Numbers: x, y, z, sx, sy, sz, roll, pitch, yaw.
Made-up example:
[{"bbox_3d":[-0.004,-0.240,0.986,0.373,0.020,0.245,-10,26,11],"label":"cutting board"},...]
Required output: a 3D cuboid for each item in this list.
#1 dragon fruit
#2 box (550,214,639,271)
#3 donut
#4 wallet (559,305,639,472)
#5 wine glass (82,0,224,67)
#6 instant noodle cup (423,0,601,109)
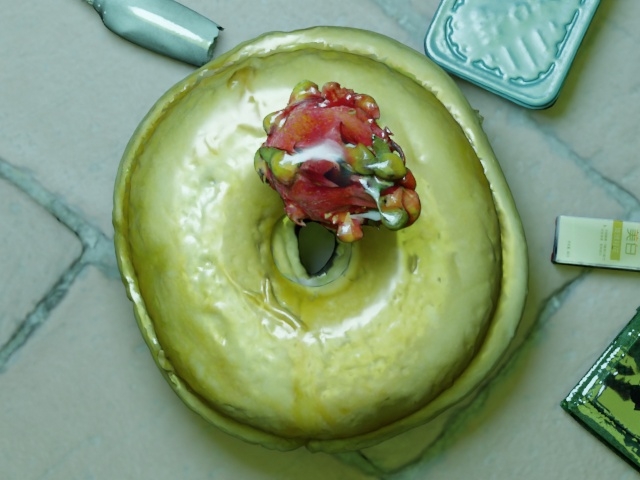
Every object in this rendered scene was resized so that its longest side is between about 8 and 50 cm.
[{"bbox_3d":[0.024,-0.066,1.568,0.207,0.150,0.133,43,106,45],"label":"dragon fruit"},{"bbox_3d":[0.360,0.009,1.796,0.218,0.039,0.055,4,88,1],"label":"box"},{"bbox_3d":[0.000,0.000,1.728,0.448,0.198,0.449,0,91,2],"label":"donut"},{"bbox_3d":[0.397,0.192,1.790,0.236,0.055,0.160,40,84,2],"label":"wallet"},{"bbox_3d":[-0.226,-0.255,1.803,0.262,0.074,0.074,23,90,0],"label":"wine glass"},{"bbox_3d":[0.209,-0.243,1.788,0.157,0.070,0.179,25,91,3],"label":"instant noodle cup"}]
